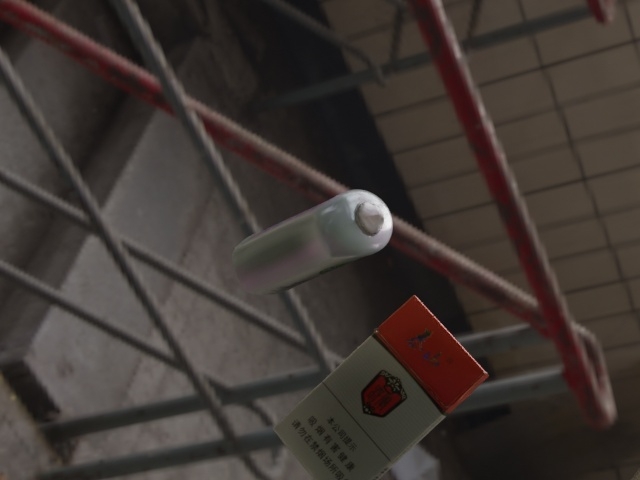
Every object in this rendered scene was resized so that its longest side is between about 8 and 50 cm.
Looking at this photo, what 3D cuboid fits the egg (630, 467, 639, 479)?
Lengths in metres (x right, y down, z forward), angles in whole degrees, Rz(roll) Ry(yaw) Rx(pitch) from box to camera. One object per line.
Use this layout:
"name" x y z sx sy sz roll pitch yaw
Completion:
"egg" 0.384 0.353 1.124 0.340 0.354 0.354 -38 119 -23

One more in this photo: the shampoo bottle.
"shampoo bottle" 0.000 0.000 0.819 0.072 0.099 0.043 -18 86 -49

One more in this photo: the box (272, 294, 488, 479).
"box" 0.072 0.199 1.571 0.139 0.245 0.035 49 5 21
